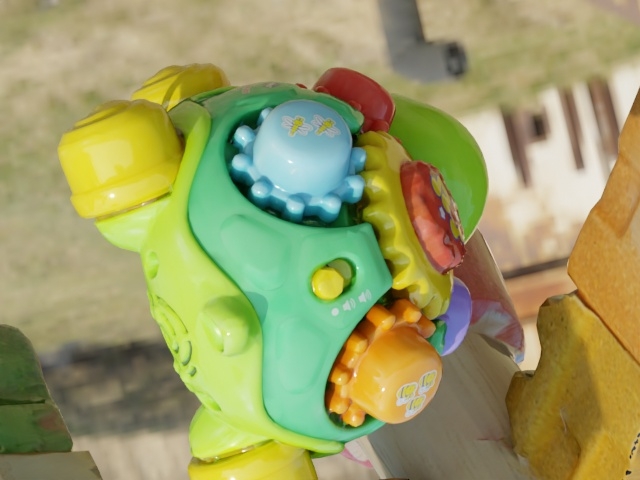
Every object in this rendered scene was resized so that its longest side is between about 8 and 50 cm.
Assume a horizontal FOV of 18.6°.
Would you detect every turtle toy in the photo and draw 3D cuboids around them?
[{"bbox_3d":[0.000,0.000,0.428,0.066,0.095,0.130,-19,-170,17],"label":"turtle toy"}]

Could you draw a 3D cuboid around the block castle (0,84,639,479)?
[{"bbox_3d":[-0.104,-0.046,0.454,0.453,0.213,0.303,-1,126,-28],"label":"block castle"}]
